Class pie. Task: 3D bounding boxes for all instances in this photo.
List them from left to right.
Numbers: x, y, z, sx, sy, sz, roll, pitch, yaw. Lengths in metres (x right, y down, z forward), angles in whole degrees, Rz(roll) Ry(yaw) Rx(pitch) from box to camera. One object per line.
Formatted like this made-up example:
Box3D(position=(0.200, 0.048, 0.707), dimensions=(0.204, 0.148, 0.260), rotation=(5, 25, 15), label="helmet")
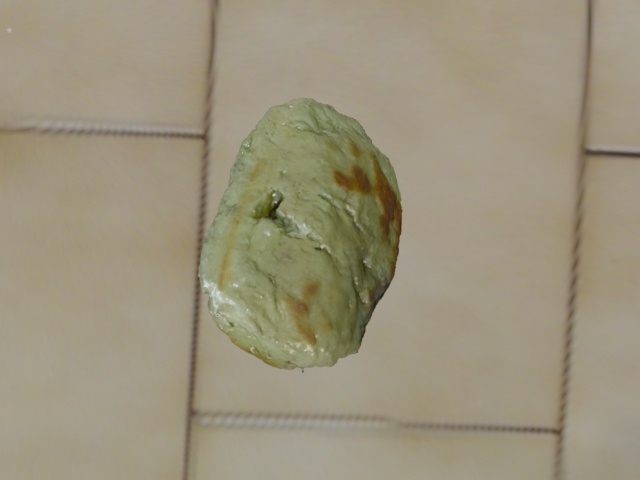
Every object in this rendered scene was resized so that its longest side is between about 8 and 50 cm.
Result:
Box3D(position=(0.000, 0.000, 1.584), dimensions=(0.201, 0.090, 0.248), rotation=(42, 53, -34), label="pie")
